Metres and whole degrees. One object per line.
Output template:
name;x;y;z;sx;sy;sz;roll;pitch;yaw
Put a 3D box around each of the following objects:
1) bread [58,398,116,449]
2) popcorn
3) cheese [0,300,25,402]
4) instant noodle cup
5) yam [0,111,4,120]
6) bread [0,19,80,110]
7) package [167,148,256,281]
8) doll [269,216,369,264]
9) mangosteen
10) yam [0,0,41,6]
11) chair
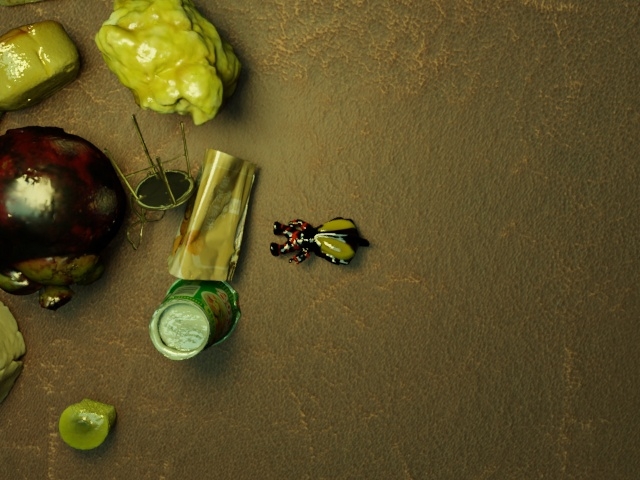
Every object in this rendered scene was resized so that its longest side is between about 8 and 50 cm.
bread;-0.608;0.481;1.691;0.129;0.114;0.111;20;97;1
popcorn;-0.322;-0.423;1.481;0.292;0.334;0.294;13;126;8
cheese;-0.936;0.306;1.678;0.292;0.153;0.332;45;97;-1
instant noodle cup;-0.316;0.191;1.590;0.207;0.233;0.207;0;95;2
yam;-0.909;-0.249;1.653;0.106;0.106;0.259;29;95;0
bread;-0.707;-0.417;1.545;0.270;0.270;0.148;-32;100;6
package;-0.252;-0.056;1.591;0.165;0.221;0.311;17;92;-17
doll;0.000;0.001;1.629;0.248;0.088;0.127;6;96;6
mangosteen;-0.647;-0.068;1.539;0.381;0.381;0.421;-3;128;3
yam;-0.657;-0.646;1.617;0.317;0.067;0.071;-9;107;5
chair;-0.378;-0.123;1.515;0.170;0.160;0.326;9;137;13
